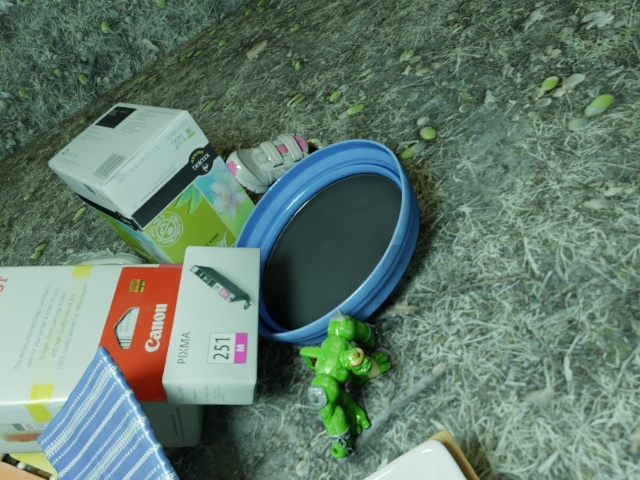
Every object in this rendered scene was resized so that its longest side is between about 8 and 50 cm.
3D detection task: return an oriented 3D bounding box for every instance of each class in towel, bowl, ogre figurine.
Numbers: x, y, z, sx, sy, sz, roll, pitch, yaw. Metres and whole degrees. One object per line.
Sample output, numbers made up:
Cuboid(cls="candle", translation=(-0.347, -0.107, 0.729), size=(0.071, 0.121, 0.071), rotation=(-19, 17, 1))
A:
Cuboid(cls="towel", translation=(-0.243, 0.332, 0.663), size=(0.243, 0.040, 0.336), rotation=(-48, 67, 31))
Cuboid(cls="bowl", translation=(0.000, 0.000, 0.953), size=(0.391, 0.077, 0.391), rotation=(-26, 44, 29))
Cuboid(cls="ogre figurine", translation=(0.032, 0.187, 0.758), size=(0.097, 0.118, 0.197), rotation=(12, 58, 43))

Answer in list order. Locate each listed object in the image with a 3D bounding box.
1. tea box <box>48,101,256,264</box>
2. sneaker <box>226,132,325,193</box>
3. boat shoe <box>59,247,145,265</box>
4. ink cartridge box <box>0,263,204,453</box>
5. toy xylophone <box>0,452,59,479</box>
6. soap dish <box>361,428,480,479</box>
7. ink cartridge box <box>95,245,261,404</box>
Cuboid(cls="tea box", translation=(-0.343, -0.098, 1.161), size=(0.329, 0.323, 0.220), rotation=(19, 62, 47))
Cuboid(cls="sneaker", translation=(-0.084, -0.174, 1.119), size=(0.103, 0.252, 0.111), rotation=(54, 129, 15))
Cuboid(cls="boat shoe", translation=(-0.535, 0.065, 1.304), size=(0.320, 0.118, 0.103), rotation=(-12, 48, 37))
Cuboid(cls="ink cartridge box", translation=(-0.388, 0.186, 0.899), size=(0.385, 0.160, 0.279), rotation=(0, 42, -6))
Cuboid(cls="toy xylophone", translation=(-0.484, 0.378, 0.926), size=(0.236, 0.081, 0.322), rotation=(3, 52, 16))
Cuboid(cls="soap dish", translation=(0.070, 0.368, 0.543), size=(0.291, 0.118, 0.229), rotation=(-34, 38, 2))
Cuboid(cls="ink cartridge box", translation=(-0.214, 0.118, 0.831), size=(0.239, 0.060, 0.275), rotation=(2, 42, -7))
